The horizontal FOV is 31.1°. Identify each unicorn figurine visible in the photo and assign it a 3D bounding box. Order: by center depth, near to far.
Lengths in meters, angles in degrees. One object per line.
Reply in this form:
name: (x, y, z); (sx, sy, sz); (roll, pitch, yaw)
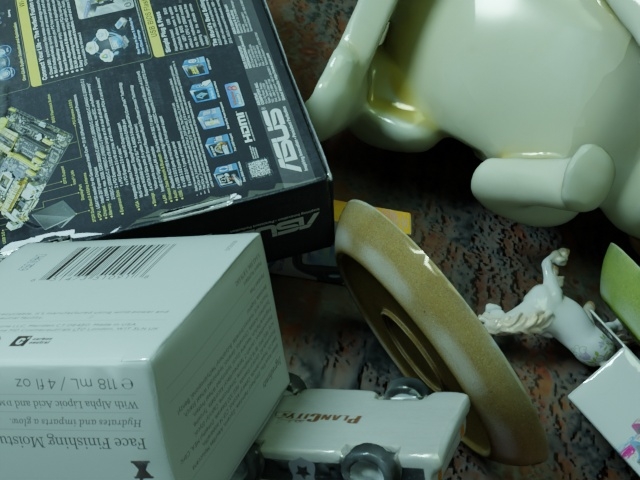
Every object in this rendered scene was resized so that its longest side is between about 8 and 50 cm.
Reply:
unicorn figurine: (0.203, 0.064, 0.989); (0.162, 0.060, 0.111); (26, 47, 6)

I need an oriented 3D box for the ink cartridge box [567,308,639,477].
ink cartridge box: (0.253, 0.144, 0.892); (0.061, 0.104, 0.181); (-42, 71, 5)

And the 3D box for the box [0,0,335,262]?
box: (-0.190, -0.131, 0.950); (0.318, 0.097, 0.395); (-14, 54, -9)

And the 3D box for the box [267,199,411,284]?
box: (0.000, 0.000, 0.964); (0.136, 0.081, 0.028); (8, 49, -11)

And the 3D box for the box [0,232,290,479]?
box: (-0.137, 0.084, 0.711); (0.181, 0.119, 0.182); (-3, 22, 19)

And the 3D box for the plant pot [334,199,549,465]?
plant pot: (0.078, 0.075, 0.842); (0.032, 0.236, 0.236); (-35, 65, -10)

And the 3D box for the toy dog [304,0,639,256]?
toy dog: (0.226, -0.127, 1.052); (0.408, 0.395, 0.284); (26, 91, 5)

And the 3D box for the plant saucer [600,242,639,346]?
plant saucer: (0.295, 0.105, 0.910); (0.037, 0.241, 0.241); (-40, 63, 7)

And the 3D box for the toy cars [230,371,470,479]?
toy cars: (-0.090, 0.178, 0.739); (0.394, 0.087, 0.176); (-16, 21, -14)
